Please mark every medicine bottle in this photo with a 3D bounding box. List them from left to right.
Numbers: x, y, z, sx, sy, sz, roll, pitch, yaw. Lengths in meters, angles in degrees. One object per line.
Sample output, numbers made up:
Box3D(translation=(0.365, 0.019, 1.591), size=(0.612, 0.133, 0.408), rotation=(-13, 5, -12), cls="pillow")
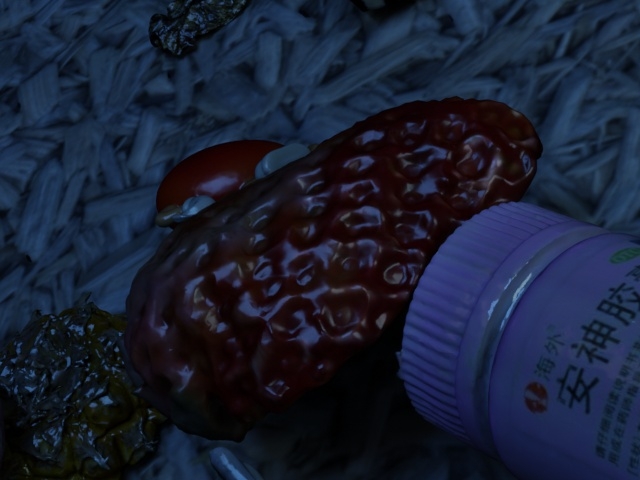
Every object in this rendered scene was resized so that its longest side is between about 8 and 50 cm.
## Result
Box3D(translation=(0.206, 0.093, 0.937), size=(0.290, 0.178, 0.178), rotation=(25, 72, 46), cls="medicine bottle")

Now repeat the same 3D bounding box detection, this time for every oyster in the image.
Box3D(translation=(-0.121, -0.244, 1.569), size=(0.132, 0.029, 0.086), rotation=(-47, 42, -5), cls="oyster")

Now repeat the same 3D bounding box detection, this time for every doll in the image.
Box3D(translation=(-0.064, -0.044, 1.287), size=(0.217, 0.085, 0.183), rotation=(-14, 5, 42), cls="doll")

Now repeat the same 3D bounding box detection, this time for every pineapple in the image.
Box3D(translation=(-0.221, 0.133, 1.290), size=(0.225, 0.076, 0.225), rotation=(-18, 48, 21), cls="pineapple")

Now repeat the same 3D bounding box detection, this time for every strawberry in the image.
Box3D(translation=(0.000, 0.000, 1.100), size=(0.336, 0.149, 0.265), rotation=(-39, 0, 3), cls="strawberry")

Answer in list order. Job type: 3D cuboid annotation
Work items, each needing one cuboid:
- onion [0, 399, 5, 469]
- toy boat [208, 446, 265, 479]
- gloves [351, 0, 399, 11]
Box3D(translation=(-0.370, 0.173, 1.281), size=(0.227, 0.120, 0.283), rotation=(-62, 35, 14), cls="onion")
Box3D(translation=(-0.010, 0.313, 0.943), size=(0.293, 0.111, 0.276), rotation=(22, 83, 42), cls="toy boat")
Box3D(translation=(0.086, -0.319, 1.415), size=(0.219, 0.131, 0.140), rotation=(-46, 44, 8), cls="gloves")
